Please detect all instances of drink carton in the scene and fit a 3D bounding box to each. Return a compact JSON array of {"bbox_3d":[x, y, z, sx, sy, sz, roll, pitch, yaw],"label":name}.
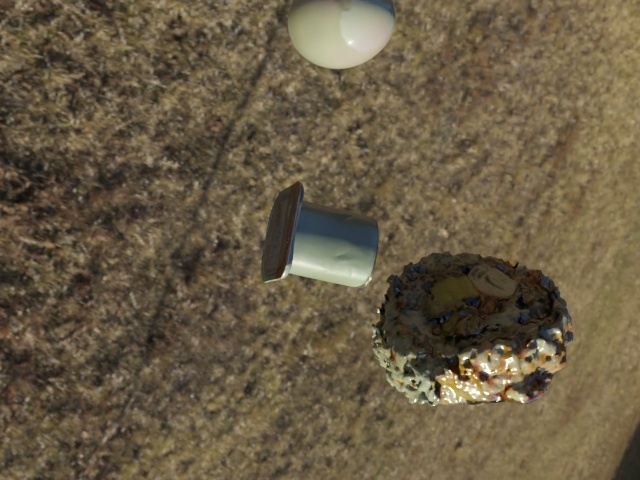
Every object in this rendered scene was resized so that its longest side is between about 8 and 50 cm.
[{"bbox_3d":[0.000,0.000,1.529,0.190,0.191,0.185,8,79,-19],"label":"drink carton"}]

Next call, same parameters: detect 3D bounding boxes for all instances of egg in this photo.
[{"bbox_3d":[0.022,-0.241,0.861,0.103,0.135,0.103,-4,97,-39],"label":"egg"}]

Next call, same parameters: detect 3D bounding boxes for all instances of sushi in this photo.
[{"bbox_3d":[0.294,0.165,1.570,0.417,0.418,0.175,-42,132,-39],"label":"sushi"}]
